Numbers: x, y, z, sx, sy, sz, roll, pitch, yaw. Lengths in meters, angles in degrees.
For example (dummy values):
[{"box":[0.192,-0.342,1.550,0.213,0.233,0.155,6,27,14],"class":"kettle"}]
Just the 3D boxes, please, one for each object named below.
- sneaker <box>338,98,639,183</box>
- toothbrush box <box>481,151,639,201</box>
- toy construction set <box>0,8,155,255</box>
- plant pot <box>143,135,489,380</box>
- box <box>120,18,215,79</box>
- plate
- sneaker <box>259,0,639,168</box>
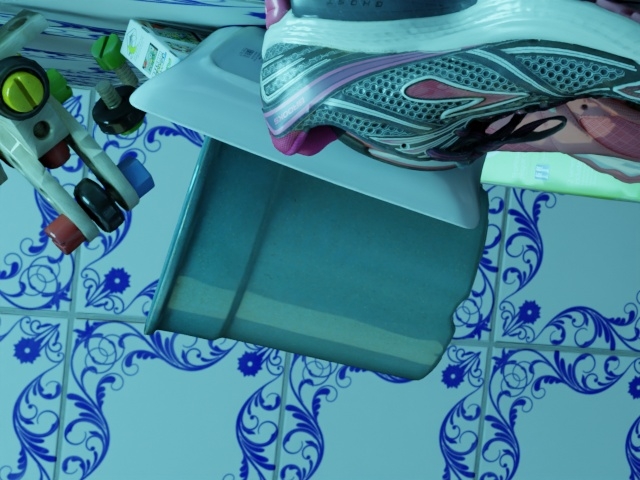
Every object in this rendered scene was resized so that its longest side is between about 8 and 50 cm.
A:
[{"box":[0.151,-0.116,0.963,0.314,0.115,0.136,4,167,-6],"class":"sneaker"},{"box":[0.272,-0.109,1.481,0.283,0.122,0.206,10,-175,34],"class":"toothbrush box"},{"box":[-0.339,-0.111,1.333,0.309,0.237,0.257,-29,-138,3],"class":"toy construction set"},{"box":[0.000,0.000,1.624,0.334,0.341,0.341,19,-178,-7],"class":"plant pot"},{"box":[-0.070,-0.157,1.284,0.207,0.036,0.114,4,-153,-38],"class":"box"},{"box":[0.010,-0.111,1.127,0.278,0.045,0.277,20,-160,2],"class":"plate"},{"box":[0.103,-0.097,0.845,0.299,0.112,0.121,7,-177,28],"class":"sneaker"}]
